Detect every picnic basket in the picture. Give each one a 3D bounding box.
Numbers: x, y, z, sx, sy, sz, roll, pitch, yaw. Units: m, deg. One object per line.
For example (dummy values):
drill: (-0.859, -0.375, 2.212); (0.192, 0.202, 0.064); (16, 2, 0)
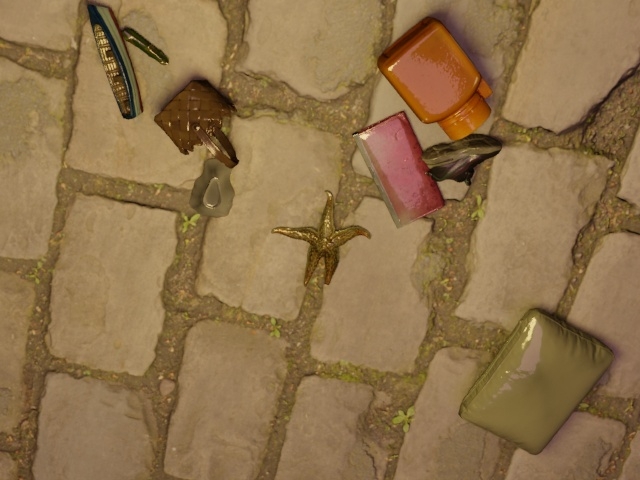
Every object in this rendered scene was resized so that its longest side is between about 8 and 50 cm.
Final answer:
picnic basket: (-0.223, -0.220, 1.592); (0.138, 0.128, 0.178); (-40, 91, 14)

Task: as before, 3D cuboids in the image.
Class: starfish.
starfish: (0.000, 0.001, 1.742); (0.216, 0.050, 0.223); (7, 106, 2)

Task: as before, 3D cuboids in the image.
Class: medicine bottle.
medicine bottle: (0.234, -0.314, 1.590); (0.149, 0.112, 0.222); (-39, 108, 11)

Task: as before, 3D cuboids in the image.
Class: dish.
dish: (-0.225, -0.106, 1.684); (0.091, 0.039, 0.137); (12, 111, -7)

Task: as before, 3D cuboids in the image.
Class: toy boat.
toy boat: (-0.401, -0.352, 1.570); (0.046, 0.080, 0.229); (-26, 111, -30)

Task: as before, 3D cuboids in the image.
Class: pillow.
pillow: (0.494, 0.329, 1.851); (0.255, 0.120, 0.322); (27, 105, -15)

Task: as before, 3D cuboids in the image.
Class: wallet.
wallet: (0.169, -0.148, 1.698); (0.119, 0.025, 0.232); (-25, 110, 7)

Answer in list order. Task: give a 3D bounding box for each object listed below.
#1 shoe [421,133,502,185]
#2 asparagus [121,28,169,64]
shoe: (0.300, -0.160, 1.681); (0.169, 0.071, 0.099); (-13, 119, 0)
asparagus: (-0.344, -0.380, 1.581); (0.108, 0.021, 0.025); (36, 110, -16)
